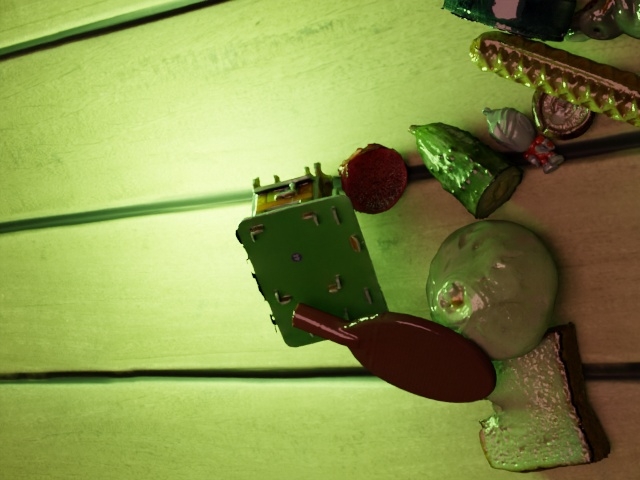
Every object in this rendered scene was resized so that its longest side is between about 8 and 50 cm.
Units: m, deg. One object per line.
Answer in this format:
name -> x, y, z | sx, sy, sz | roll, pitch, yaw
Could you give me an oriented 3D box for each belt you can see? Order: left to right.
belt -> 0.331, -0.436, 1.876 | 0.267, 0.206, 0.116 | 32, 114, 41

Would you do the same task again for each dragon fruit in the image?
dragon fruit -> 0.098, -0.139, 2.162 | 0.111, 0.153, 0.153 | -137, 54, -57

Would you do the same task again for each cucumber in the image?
cucumber -> 0.265, -0.157, 2.029 | 0.244, 0.134, 0.134 | 41, 119, 25

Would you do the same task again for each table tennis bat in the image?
table tennis bat -> 0.141, 0.213, 2.030 | 0.414, 0.051, 0.268 | 19, 147, 10

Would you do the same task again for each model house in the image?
model house -> 0.000, 0.000, 2.178 | 0.242, 0.313, 0.358 | -14, 121, 13

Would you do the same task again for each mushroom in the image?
mushroom -> 0.450, -0.246, 1.929 | 0.123, 0.052, 0.123 | 2, 96, 24

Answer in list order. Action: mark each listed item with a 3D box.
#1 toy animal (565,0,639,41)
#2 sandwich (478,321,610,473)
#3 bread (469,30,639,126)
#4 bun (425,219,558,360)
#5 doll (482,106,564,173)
toy animal -> 0.520, -0.390, 1.821 | 0.236, 0.108, 0.138 | -22, 88, 35
sandwich -> 0.412, 0.319, 2.052 | 0.249, 0.095, 0.273 | -16, 90, 34
bread -> 0.439, -0.293, 1.865 | 0.367, 0.084, 0.077 | 24, 138, 20
bun -> 0.304, 0.086, 1.982 | 0.283, 0.179, 0.283 | -14, 67, 38
doll -> 0.380, -0.195, 1.979 | 0.180, 0.079, 0.094 | 40, 144, 5
